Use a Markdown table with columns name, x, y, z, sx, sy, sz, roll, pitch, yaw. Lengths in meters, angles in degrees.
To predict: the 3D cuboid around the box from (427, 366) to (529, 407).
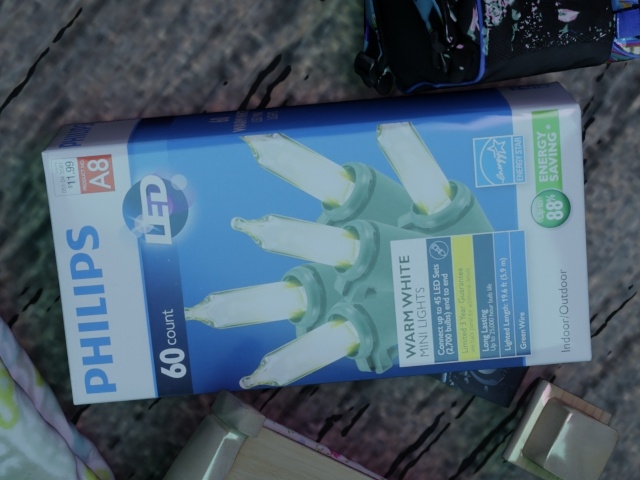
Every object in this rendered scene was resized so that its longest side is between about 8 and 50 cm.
| name | x | y | z | sx | sy | sz | roll | pitch | yaw |
| --- | --- | --- | --- | --- | --- | --- | --- | --- | --- |
| box | 0.079 | 0.045 | 0.920 | 0.083 | 0.018 | 0.067 | 24 | 100 | -13 |

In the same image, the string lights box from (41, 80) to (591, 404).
| name | x | y | z | sx | sy | sz | roll | pitch | yaw |
| --- | --- | --- | --- | --- | --- | --- | --- | --- | --- |
| string lights box | 0.000 | 0.000 | 0.853 | 0.259 | 0.077 | 0.133 | -5 | 104 | 0 |

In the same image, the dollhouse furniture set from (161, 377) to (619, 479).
| name | x | y | z | sx | sy | sz | roll | pitch | yaw |
| --- | --- | --- | --- | --- | --- | --- | --- | --- | --- |
| dollhouse furniture set | -0.075 | 0.168 | 0.868 | 0.303 | 0.174 | 0.356 | 29 | 89 | -24 |

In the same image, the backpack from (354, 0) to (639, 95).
| name | x | y | z | sx | sy | sz | roll | pitch | yaw |
| --- | --- | --- | --- | --- | --- | --- | --- | --- | --- |
| backpack | 0.076 | -0.162 | 0.800 | 0.116 | 0.158 | 0.173 | -10 | 94 | -14 |

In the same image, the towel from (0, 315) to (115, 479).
| name | x | y | z | sx | sy | sz | roll | pitch | yaw |
| --- | --- | --- | --- | --- | --- | --- | --- | --- | --- |
| towel | -0.311 | 0.091 | 0.795 | 0.320 | 0.090 | 0.374 | -27 | 127 | 1 |
